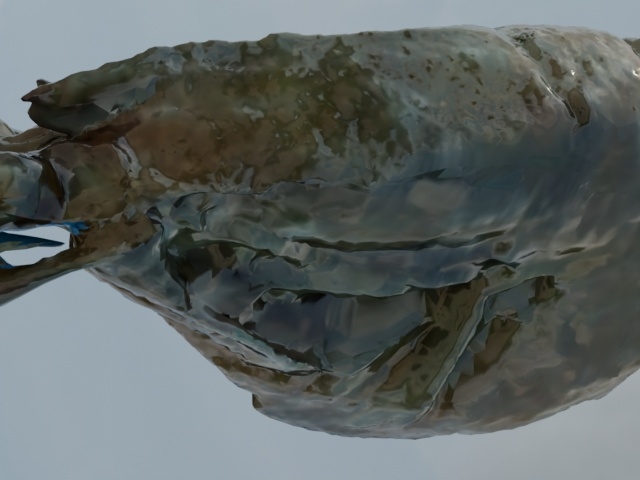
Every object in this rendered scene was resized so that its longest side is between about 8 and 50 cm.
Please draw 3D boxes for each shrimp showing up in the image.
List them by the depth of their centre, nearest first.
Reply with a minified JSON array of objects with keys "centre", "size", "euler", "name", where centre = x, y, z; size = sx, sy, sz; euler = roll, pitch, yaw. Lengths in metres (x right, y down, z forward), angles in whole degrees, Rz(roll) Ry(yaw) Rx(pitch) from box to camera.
[{"centre":[0.000,0.000,0.792],"size":[0.110,0.446,0.221],"euler":[58,-44,46],"name":"shrimp"}]
